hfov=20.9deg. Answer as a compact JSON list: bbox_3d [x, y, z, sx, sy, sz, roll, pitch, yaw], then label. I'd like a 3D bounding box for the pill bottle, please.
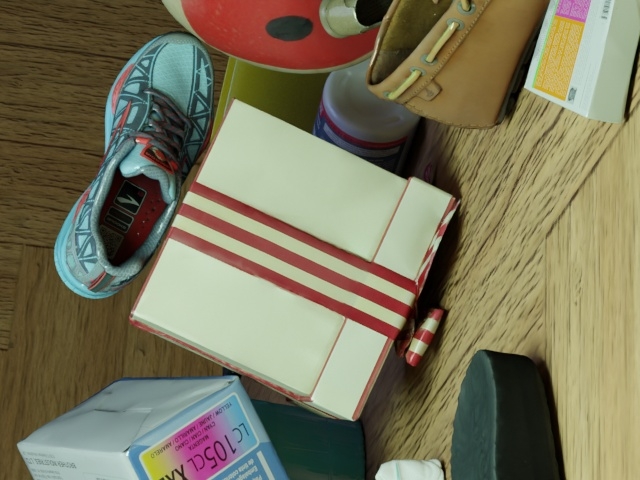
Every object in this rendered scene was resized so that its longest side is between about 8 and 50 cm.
[{"bbox_3d":[0.042,-0.102,1.865,0.180,0.108,0.108,107,168,-54],"label":"pill bottle"}]

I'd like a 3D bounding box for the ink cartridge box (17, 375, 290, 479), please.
[{"bbox_3d":[-0.110,0.337,1.702,0.270,0.151,0.395,-7,109,59],"label":"ink cartridge box"}]

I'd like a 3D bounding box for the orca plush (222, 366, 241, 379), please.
[{"bbox_3d":[0.000,0.090,1.910,0.287,0.102,0.151,-41,-13,22],"label":"orca plush"}]

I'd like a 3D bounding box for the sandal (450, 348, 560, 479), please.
[{"bbox_3d":[0.096,0.240,1.073,0.445,0.107,0.167,-94,13,-57],"label":"sandal"}]

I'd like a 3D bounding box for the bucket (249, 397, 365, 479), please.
[{"bbox_3d":[-0.058,0.312,1.986,0.281,0.183,0.281,-174,90,-84],"label":"bucket"}]

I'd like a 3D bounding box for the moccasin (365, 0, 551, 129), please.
[{"bbox_3d":[0.108,-0.228,1.272,0.380,0.147,0.139,109,166,-61],"label":"moccasin"}]

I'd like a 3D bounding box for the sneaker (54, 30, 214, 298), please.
[{"bbox_3d":[-0.148,-0.069,1.568,0.125,0.104,0.261,-7,63,68],"label":"sneaker"}]

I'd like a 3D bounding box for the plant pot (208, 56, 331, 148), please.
[{"bbox_3d":[-0.013,-0.192,2.029,0.212,0.187,0.212,-168,91,-84],"label":"plant pot"}]

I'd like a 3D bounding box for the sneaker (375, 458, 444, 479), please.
[{"bbox_3d":[0.069,0.261,1.483,0.053,0.061,0.152,128,146,-74],"label":"sneaker"}]

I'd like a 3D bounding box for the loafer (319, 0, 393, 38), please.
[{"bbox_3d":[0.069,-0.212,1.434,0.056,0.148,0.050,58,166,-28],"label":"loafer"}]

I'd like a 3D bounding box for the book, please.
[{"bbox_3d":[0.174,-0.134,1.124,0.144,0.035,0.096,-115,36,-77],"label":"book"}]

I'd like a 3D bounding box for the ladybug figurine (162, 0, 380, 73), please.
[{"bbox_3d":[0.002,-0.291,1.493,0.162,0.305,0.449,50,165,22],"label":"ladybug figurine"}]

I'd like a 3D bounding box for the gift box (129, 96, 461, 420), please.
[{"bbox_3d":[-0.010,0.013,1.625,0.276,0.258,0.255,-64,4,-2],"label":"gift box"}]
